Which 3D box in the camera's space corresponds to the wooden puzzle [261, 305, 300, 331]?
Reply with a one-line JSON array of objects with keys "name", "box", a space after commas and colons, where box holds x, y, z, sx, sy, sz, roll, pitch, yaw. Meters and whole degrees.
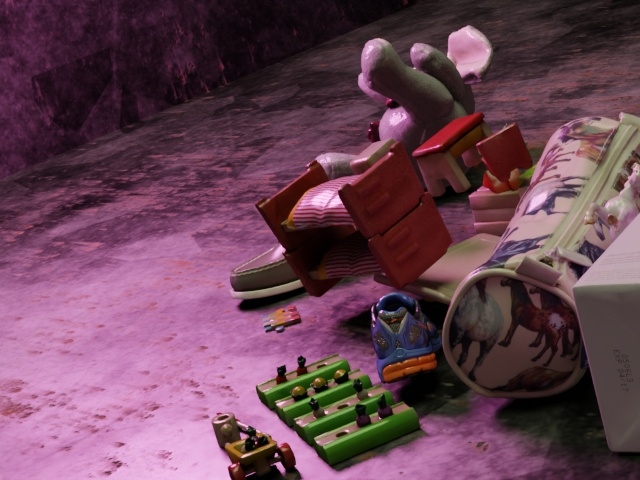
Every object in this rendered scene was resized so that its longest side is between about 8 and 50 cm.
[{"name": "wooden puzzle", "box": [-0.053, 0.105, 2.047, 0.049, 0.006, 0.083, -16, 16, -3]}]

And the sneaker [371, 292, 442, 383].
[{"name": "sneaker", "box": [0.096, 0.099, 1.768, 0.083, 0.087, 0.221, -13, 7, 1]}]

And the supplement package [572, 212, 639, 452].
[{"name": "supplement package", "box": [0.391, 0.060, 1.480, 0.175, 0.177, 0.293, -5, 20, 33]}]

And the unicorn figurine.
[{"name": "unicorn figurine", "box": [0.322, -0.014, 1.598, 0.060, 0.162, 0.111, -2, 9, 32]}]

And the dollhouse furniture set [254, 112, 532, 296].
[{"name": "dollhouse furniture set", "box": [0.123, -0.087, 2.000, 0.374, 0.152, 0.201, -39, 17, -33]}]

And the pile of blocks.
[{"name": "pile of blocks", "box": [0.339, -0.065, 2.056, 0.149, 0.113, 0.362, -24, 19, -26]}]

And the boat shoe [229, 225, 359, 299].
[{"name": "boat shoe", "box": [-0.002, -0.001, 2.194, 0.305, 0.091, 0.109, -22, 18, -21]}]

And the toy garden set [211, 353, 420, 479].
[{"name": "toy garden set", "box": [-0.032, 0.186, 1.685, 0.203, 0.049, 0.244, -20, 17, -16]}]

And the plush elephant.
[{"name": "plush elephant", "box": [0.161, -0.209, 2.450, 0.330, 0.272, 0.255, 10, 27, -11]}]

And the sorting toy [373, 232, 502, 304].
[{"name": "sorting toy", "box": [0.192, 0.046, 1.951, 0.196, 0.047, 0.347, -19, 16, -24]}]

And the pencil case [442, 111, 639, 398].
[{"name": "pencil case", "box": [0.276, 0.004, 1.703, 0.183, 0.160, 0.410, -56, -3, 39]}]
